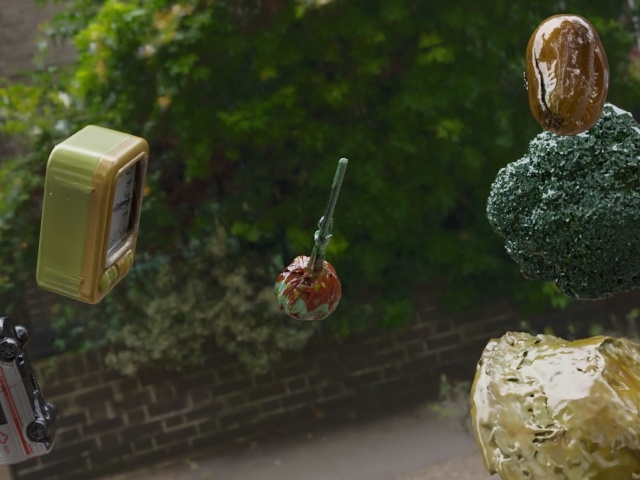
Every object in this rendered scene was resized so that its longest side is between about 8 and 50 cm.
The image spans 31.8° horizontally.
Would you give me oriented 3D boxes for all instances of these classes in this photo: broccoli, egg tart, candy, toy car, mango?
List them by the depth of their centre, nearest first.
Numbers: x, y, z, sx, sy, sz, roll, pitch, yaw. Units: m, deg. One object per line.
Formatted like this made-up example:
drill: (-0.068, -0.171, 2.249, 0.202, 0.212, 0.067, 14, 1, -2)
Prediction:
egg tart: (0.298, 0.199, 1.095, 0.129, 0.341, 0.341, -52, -16, 26)
mango: (0.278, -0.182, 1.283, 0.105, 0.159, 0.084, 29, -27, -30)
candy: (-0.002, -0.001, 1.402, 0.084, 0.078, 0.287, -4, -39, -14)
toy car: (-0.457, 0.218, 1.619, 0.108, 0.209, 0.089, -16, 12, 2)
broccoli: (0.411, -0.062, 1.728, 0.308, 0.307, 0.275, -13, 15, 14)

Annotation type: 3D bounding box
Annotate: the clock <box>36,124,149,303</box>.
clock: (-0.291, -0.034, 1.445, 0.096, 0.202, 0.143, 16, 25, 11)
